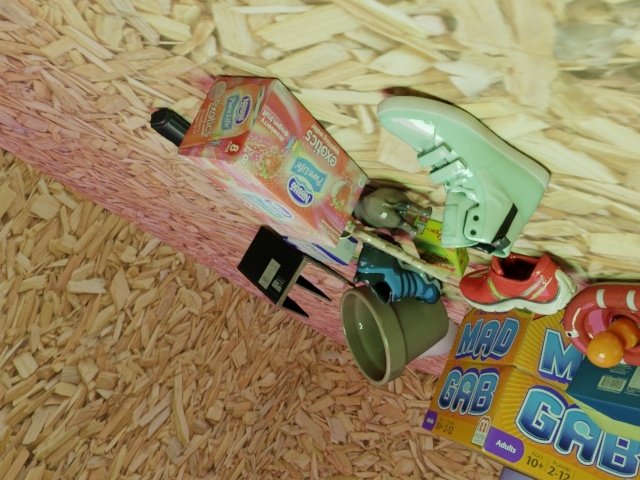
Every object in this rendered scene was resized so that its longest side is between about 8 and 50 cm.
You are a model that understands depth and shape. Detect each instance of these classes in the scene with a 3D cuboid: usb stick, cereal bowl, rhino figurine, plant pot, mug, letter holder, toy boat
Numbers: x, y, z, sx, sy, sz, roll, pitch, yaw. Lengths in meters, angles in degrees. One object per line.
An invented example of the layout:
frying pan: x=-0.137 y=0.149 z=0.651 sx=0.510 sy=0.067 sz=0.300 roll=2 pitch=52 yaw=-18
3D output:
usb stick: x=-0.244 y=-0.188 z=1.373 sx=0.077 sy=0.045 sz=0.278 roll=2 pitch=155 yaw=43
cereal bowl: x=0.287 y=0.299 z=2.133 sx=0.339 sy=0.141 sz=0.339 roll=24 pitch=167 yaw=6
rhino figurine: x=0.107 y=-0.056 z=1.198 sx=0.106 sy=0.073 sz=0.243 roll=23 pitch=175 yaw=-16
plant pot: x=0.210 y=0.225 z=1.708 sx=0.230 sy=0.262 sz=0.263 roll=-15 pitch=-179 yaw=-21
mug: x=0.054 y=-0.027 z=1.441 sx=0.078 sy=0.062 sz=0.064 roll=31 pitch=176 yaw=5
letter holder: x=-0.068 y=0.104 z=1.828 sx=0.215 sy=0.152 sz=0.302 roll=29 pitch=-178 yaw=-32
toy boat: x=0.502 y=0.159 z=1.074 sx=0.231 sy=0.151 sz=0.150 roll=-6 pitch=109 yaw=64

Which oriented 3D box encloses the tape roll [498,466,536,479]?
tape roll: x=0.494 y=0.594 z=1.462 sx=0.189 sy=0.080 sz=0.189 roll=24 pitch=168 yaw=5

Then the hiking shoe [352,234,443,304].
hiking shoe: x=0.180 y=0.100 z=1.546 sx=0.304 sy=0.132 sz=0.113 roll=35 pitch=164 yaw=-38

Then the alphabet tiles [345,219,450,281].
alphabet tiles: x=0.117 y=0.004 z=1.276 sx=0.284 sy=0.021 sz=0.278 roll=28 pitch=-179 yaw=-13

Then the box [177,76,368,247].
box: x=-0.069 y=-0.123 z=1.073 sx=0.142 sy=0.154 sz=0.300 roll=14 pitch=163 yaw=39

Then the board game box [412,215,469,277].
board game box: x=0.243 y=0.016 z=1.294 sx=0.092 sy=0.043 sz=0.181 roll=19 pitch=166 yaw=23

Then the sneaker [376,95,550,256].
sneaker: x=0.167 y=-0.076 z=0.832 sx=0.256 sy=0.151 sz=0.094 roll=28 pitch=168 yaw=-9

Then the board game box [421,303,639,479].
board game box: x=0.505 y=0.351 z=1.451 sx=0.357 sy=0.356 sz=0.356 roll=26 pitch=168 yaw=-6

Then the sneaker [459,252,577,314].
sneaker: x=0.358 y=0.064 z=1.225 sx=0.118 sy=0.107 sz=0.279 roll=48 pitch=157 yaw=-15

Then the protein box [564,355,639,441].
protein box: x=0.602 y=0.249 z=1.165 sx=0.136 sy=0.201 sz=0.200 roll=44 pitch=161 yaw=-18

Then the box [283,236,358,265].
box: x=0.000 y=0.000 z=1.614 sx=0.126 sy=0.072 sz=0.137 roll=34 pitch=164 yaw=-36
